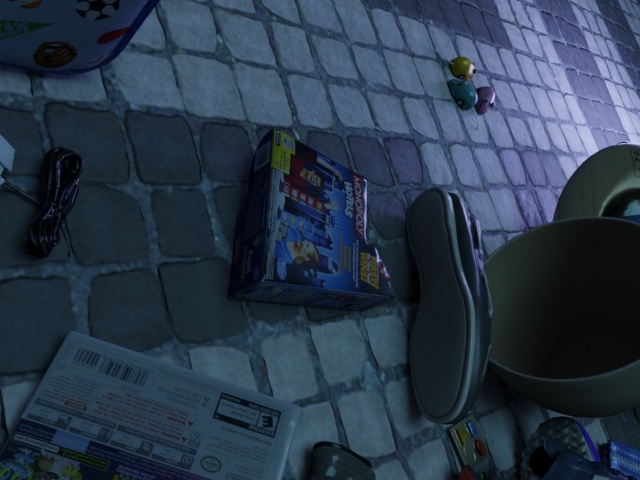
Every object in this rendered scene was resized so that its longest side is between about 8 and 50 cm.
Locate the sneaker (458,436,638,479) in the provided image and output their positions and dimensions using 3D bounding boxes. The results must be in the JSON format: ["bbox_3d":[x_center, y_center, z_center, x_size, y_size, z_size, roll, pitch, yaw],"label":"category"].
[{"bbox_3d":[0.325,0.296,0.750,0.350,0.131,0.148,-5,54,-2],"label":"sneaker"}]

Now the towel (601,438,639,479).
[{"bbox_3d":[0.531,0.481,0.956,0.243,0.040,0.336,19,52,-6],"label":"towel"}]

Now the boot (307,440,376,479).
[{"bbox_3d":[-0.015,0.252,0.602,0.246,0.083,0.161,43,33,-19],"label":"boot"}]

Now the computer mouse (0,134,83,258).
[{"bbox_3d":[-0.284,-0.072,0.522,0.193,0.042,0.106,33,50,-28],"label":"computer mouse"}]

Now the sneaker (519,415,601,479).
[{"bbox_3d":[0.356,0.384,0.871,0.146,0.102,0.293,14,63,-47],"label":"sneaker"}]

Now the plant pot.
[{"bbox_3d":[0.362,0.131,0.904,0.191,0.284,0.284,59,37,-34],"label":"plant pot"}]

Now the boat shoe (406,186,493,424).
[{"bbox_3d":[0.179,0.077,0.844,0.096,0.112,0.335,24,50,-28],"label":"boat shoe"}]

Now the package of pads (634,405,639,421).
[{"bbox_3d":[0.660,0.163,1.180,0.101,0.229,0.296,15,58,-39],"label":"package of pads"}]

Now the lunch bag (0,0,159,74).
[{"bbox_3d":[-0.260,-0.241,0.487,0.303,0.243,0.114,-2,70,-46],"label":"lunch bag"}]

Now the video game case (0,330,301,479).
[{"bbox_3d":[-0.132,0.177,0.485,0.201,0.023,0.183,19,51,-3],"label":"video game case"}]

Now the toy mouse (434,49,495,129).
[{"bbox_3d":[0.281,-0.269,1.190,0.161,0.031,0.143,13,60,-40],"label":"toy mouse"}]

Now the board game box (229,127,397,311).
[{"bbox_3d":[0.000,0.000,0.748,0.194,0.060,0.194,26,52,-34],"label":"board game box"}]

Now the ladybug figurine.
[{"bbox_3d":[0.528,0.047,1.112,0.305,0.162,0.449,7,71,-2],"label":"ladybug figurine"}]

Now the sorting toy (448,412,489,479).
[{"bbox_3d":[0.197,0.268,0.830,0.062,0.012,0.083,-15,79,-48],"label":"sorting toy"}]
